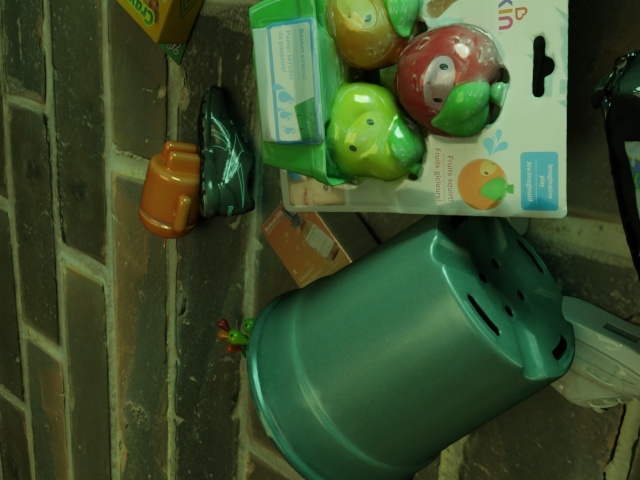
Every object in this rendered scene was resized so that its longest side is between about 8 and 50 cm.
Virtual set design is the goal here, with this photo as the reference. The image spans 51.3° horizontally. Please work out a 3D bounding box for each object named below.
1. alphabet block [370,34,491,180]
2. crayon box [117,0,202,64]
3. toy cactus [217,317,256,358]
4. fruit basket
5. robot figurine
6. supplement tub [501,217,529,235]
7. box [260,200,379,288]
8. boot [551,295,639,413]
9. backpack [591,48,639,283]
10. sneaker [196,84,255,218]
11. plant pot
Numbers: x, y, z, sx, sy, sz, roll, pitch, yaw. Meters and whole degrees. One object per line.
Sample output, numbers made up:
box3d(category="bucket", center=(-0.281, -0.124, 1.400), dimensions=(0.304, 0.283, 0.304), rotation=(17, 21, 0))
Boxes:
box3d(category="alphabet block", center=(0.115, -0.191, 0.948), dimensions=(0.194, 0.197, 0.192), rotation=(8, 108, 39))
box3d(category="crayon box", center=(-0.308, -0.531, 1.290), dimensions=(0.203, 0.083, 0.322), rotation=(47, 128, 21))
box3d(category="toy cactus", center=(-0.107, 0.224, 1.340), dimensions=(0.219, 0.112, 0.180), rotation=(-5, 118, 39))
box3d(category="fruit basket", center=(0.086, -0.184, 0.735), dimensions=(0.353, 0.165, 0.326), rotation=(6, 106, 37))
box3d(category="robot figurine", center=(-0.304, -0.097, 1.382), dimensions=(0.158, 0.128, 0.219), rotation=(31, 120, 17))
box3d(category="supplement tub", center=(0.239, -0.035, 0.971), dimensions=(0.107, 0.071, 0.070), rotation=(-9, 96, 41))
box3d(category="box", center=(0.000, 0.000, 1.152), dimensions=(0.170, 0.091, 0.130), rotation=(54, 129, 15))
box3d(category="boot", center=(0.407, 0.183, 0.889), dimensions=(0.258, 0.095, 0.123), rotation=(33, 128, 39))
box3d(category="backpack", center=(0.432, -0.019, 0.681), dimensions=(0.274, 0.290, 0.355), rotation=(4, 113, 30))
box3d(category="sneaker", center=(-0.184, -0.170, 1.287), dimensions=(0.101, 0.106, 0.267), rotation=(143, 125, -70))
box3d(category="plant pot", center=(0.132, 0.136, 0.914), dimensions=(0.334, 0.341, 0.341), rotation=(-41, 75, 36))
